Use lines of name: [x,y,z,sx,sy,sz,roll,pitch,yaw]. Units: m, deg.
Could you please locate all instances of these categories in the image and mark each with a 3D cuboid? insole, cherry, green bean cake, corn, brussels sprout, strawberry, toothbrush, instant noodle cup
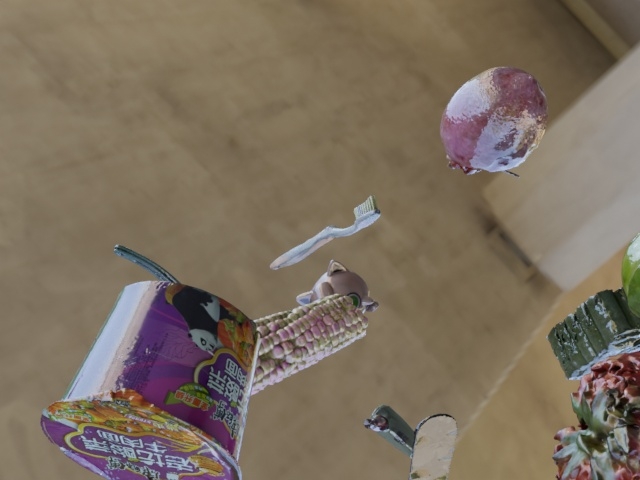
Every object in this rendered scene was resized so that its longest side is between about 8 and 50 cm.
insole: [0.180,0.463,2.195,0.119,0.348,0.009,-1,-157,-26]
cherry: [0.322,-0.222,2.200,0.192,0.249,0.175,9,-121,-16]
green bean cake: [0.602,0.163,2.405,0.241,0.255,0.132,-13,-111,-25]
corn: [-0.068,0.180,2.094,0.335,0.126,0.126,-21,-117,-28]
brussels sprout: [0.522,0.043,1.803,0.145,0.183,0.131,16,-174,-15]
strawberry: [0.583,0.352,2.059,0.351,0.312,0.267,24,168,-17]
toothbrush: [0.000,0.000,1.986,0.028,0.375,0.037,-5,-104,-29]
instant noodle cup: [-0.192,0.178,1.507,0.251,0.251,0.190,35,-128,-26]

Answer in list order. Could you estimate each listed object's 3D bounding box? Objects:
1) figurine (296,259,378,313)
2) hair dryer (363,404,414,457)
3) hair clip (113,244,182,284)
figurine: [0.037,0.116,2.417,0.138,0.125,0.125,39,-158,-22]
hair dryer: [0.114,0.338,2.184,0.106,0.054,0.154,40,-172,32]
hair clip: [-0.282,0.080,2.204,0.229,0.039,0.070,42,-118,15]
